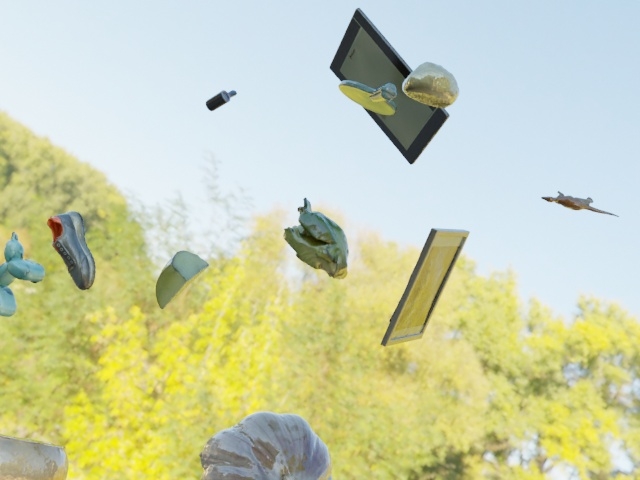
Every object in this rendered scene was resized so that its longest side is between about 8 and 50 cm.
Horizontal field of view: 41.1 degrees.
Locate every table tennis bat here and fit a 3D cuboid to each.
[{"bbox_3d":[0.122,-0.337,1.990,0.149,0.038,0.237,28,-3,-14],"label":"table tennis bat"}]

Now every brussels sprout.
[{"bbox_3d":[0.003,-0.001,1.864,0.181,0.100,0.139,44,27,16],"label":"brussels sprout"}]

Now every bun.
[{"bbox_3d":[-0.663,0.464,1.700,0.299,0.164,0.299,10,-17,3],"label":"bun"},{"bbox_3d":[0.166,-0.232,1.261,0.086,0.054,0.086,17,-5,1],"label":"bun"}]

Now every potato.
[{"bbox_3d":[-0.374,0.094,2.208,0.081,0.120,0.149,46,22,0],"label":"potato"}]

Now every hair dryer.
[{"bbox_3d":[-0.190,-0.284,1.693,0.047,0.083,0.026,-23,-77,30],"label":"hair dryer"}]

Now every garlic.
[{"bbox_3d":[-0.108,0.516,1.827,0.322,0.322,0.241,36,-55,-19],"label":"garlic"}]

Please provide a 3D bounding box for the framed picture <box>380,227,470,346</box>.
[{"bbox_3d":[0.232,0.100,1.879,0.019,0.281,0.209,29,15,27],"label":"framed picture"}]

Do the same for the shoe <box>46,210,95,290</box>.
[{"bbox_3d":[-0.582,0.025,1.980,0.077,0.194,0.074,-4,-16,-47],"label":"shoe"}]

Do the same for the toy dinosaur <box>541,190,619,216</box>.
[{"bbox_3d":[0.634,-0.085,2.093,0.162,0.039,0.126,25,19,37],"label":"toy dinosaur"}]

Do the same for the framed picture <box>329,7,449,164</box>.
[{"bbox_3d":[0.161,-0.372,2.108,0.347,0.016,0.265,51,-24,9],"label":"framed picture"}]

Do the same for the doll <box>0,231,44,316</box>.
[{"bbox_3d":[-0.603,0.062,1.597,0.158,0.159,0.059,54,17,25],"label":"doll"}]
